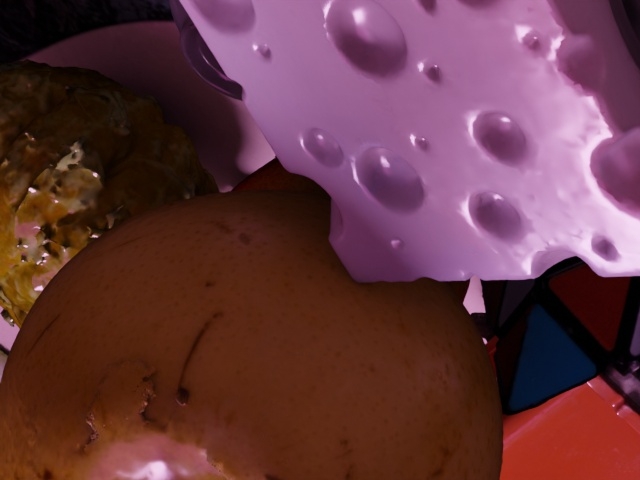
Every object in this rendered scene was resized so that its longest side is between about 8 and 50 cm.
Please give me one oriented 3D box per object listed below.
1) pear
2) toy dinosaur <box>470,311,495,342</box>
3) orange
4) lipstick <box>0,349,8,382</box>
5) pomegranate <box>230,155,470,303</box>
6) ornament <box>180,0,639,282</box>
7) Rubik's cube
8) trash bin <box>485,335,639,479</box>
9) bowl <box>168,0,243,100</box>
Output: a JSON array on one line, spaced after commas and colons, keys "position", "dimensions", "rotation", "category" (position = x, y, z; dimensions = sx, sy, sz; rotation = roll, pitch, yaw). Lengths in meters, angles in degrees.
[{"position": [-0.049, 0.132, 1.054], "dimensions": [0.348, 0.348, 0.348], "rotation": [23, 150, 14], "category": "pear"}, {"position": [0.201, 0.117, 1.450], "dimensions": [0.187, 0.087, 0.179], "rotation": [60, 180, -18], "category": "toy dinosaur"}, {"position": [-0.206, -0.031, 1.385], "dimensions": [0.300, 0.223, 0.301], "rotation": [28, 156, 42], "category": "orange"}, {"position": [-0.433, 0.169, 2.065], "dimensions": [0.304, 0.076, 0.076], "rotation": [38, 150, -11], "category": "lipstick"}, {"position": [0.019, 0.010, 1.259], "dimensions": [0.210, 0.210, 0.235], "rotation": [34, 155, -4], "category": "pomegranate"}, {"position": [0.106, -0.143, 0.876], "dimensions": [0.239, 0.239, 0.240], "rotation": [-3, 128, 46], "category": "ornament"}, {"position": [0.224, -0.057, 1.104], "dimensions": [0.250, 0.284, 0.234], "rotation": [-1, 121, 6], "category": "Rubik's cube"}, {"position": [0.188, 0.158, 1.289], "dimensions": [0.238, 0.161, 0.184], "rotation": [-40, 115, 19], "category": "trash bin"}, {"position": [-0.050, -0.159, 1.186], "dimensions": [0.189, 0.086, 0.189], "rotation": [24, 150, 15], "category": "bowl"}]
